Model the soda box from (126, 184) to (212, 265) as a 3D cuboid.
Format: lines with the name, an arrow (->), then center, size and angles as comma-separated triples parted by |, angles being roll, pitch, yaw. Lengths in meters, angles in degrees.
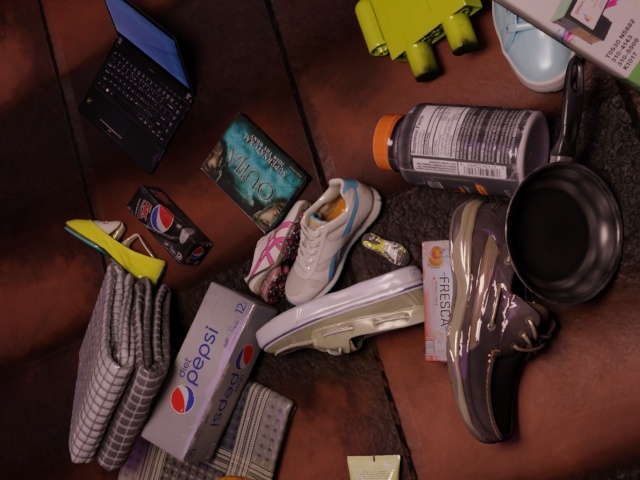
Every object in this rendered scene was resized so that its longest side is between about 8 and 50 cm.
soda box -> -0.273, -0.028, 1.737 | 0.169, 0.060, 0.053 | 43, 107, 25

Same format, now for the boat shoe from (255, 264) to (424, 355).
boat shoe -> 0.033, 0.132, 1.524 | 0.302, 0.109, 0.094 | -24, 77, 24

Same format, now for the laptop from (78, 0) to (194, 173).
laptop -> -0.358, -0.298, 1.762 | 0.234, 0.136, 0.264 | 40, 106, 27

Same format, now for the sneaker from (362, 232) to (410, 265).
sneaker -> 0.106, 0.013, 1.533 | 0.083, 0.035, 0.031 | 30, 91, 7

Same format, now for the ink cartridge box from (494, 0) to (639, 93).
ink cartridge box -> 0.385, -0.342, 1.271 | 0.278, 0.117, 0.201 | 31, 104, -5

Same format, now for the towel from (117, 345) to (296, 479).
towel -> -0.207, 0.377, 1.687 | 0.312, 0.056, 0.324 | 18, 94, 27

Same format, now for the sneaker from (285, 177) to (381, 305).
sneaker -> 0.000, 0.000, 1.547 | 0.087, 0.092, 0.229 | 41, 104, 45

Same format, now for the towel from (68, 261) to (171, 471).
towel -> -0.341, 0.214, 1.654 | 0.284, 0.121, 0.235 | -103, 33, -55

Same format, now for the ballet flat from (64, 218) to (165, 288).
ballet flat -> -0.376, 0.009, 1.798 | 0.231, 0.077, 0.077 | 34, 83, 25

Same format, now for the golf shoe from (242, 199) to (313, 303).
golf shoe -> -0.073, 0.008, 1.615 | 0.086, 0.067, 0.186 | 35, 104, 29

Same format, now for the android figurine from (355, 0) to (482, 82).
android figurine -> 0.149, -0.393, 1.492 | 0.248, 0.056, 0.273 | -29, 74, 46

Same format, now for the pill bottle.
pill bottle -> 0.203, -0.137, 1.428 | 0.245, 0.130, 0.130 | 9, 91, 31

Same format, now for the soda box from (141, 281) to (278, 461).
soda box -> -0.183, 0.220, 1.608 | 0.098, 0.091, 0.286 | 24, 90, 28

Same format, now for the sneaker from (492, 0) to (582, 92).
sneaker -> 0.287, -0.397, 1.383 | 0.135, 0.150, 0.366 | -12, 81, 30

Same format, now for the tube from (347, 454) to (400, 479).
tube -> 0.090, 0.456, 1.501 | 0.070, 0.062, 0.240 | -1, 78, -13

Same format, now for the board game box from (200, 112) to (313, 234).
board game box -> -0.113, -0.117, 1.670 | 0.186, 0.026, 0.126 | 44, 108, 25

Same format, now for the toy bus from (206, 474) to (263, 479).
toy bus -> -0.189, 0.469, 1.574 | 0.211, 0.149, 0.220 | 19, 93, 43

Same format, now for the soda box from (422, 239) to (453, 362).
soda box -> 0.193, 0.091, 1.456 | 0.058, 0.063, 0.183 | -3, 86, 30

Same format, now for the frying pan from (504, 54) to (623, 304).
frying pan -> 0.312, -0.071, 1.326 | 0.053, 0.197, 0.326 | -7, 102, 67

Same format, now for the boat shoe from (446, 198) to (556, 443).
boat shoe -> 0.260, 0.113, 1.378 | 0.130, 0.132, 0.355 | -4, 86, 30
